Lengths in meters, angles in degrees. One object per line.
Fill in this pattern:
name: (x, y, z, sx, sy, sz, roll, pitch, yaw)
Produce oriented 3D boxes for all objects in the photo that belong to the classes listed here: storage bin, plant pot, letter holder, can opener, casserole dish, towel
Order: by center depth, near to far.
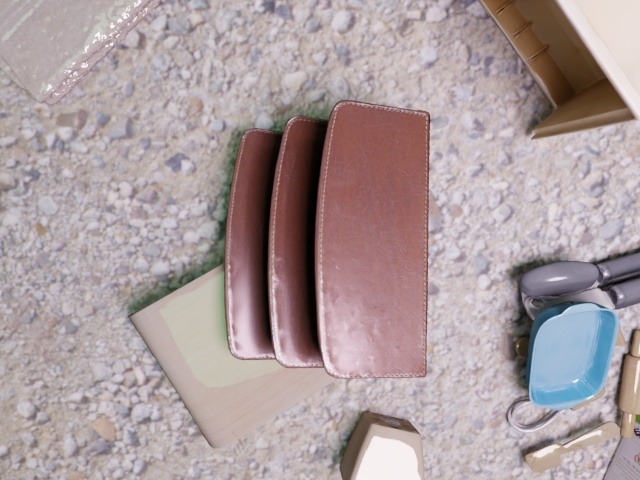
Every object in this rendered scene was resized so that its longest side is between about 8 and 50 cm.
storage bin: (0.260, -0.264, 0.538, 0.123, 0.260, 0.262, -38, 95, 5)
letter holder: (0.000, 0.000, 0.566, 0.214, 0.152, 0.302, 4, 84, -17)
towel: (-0.341, -0.338, 0.635, 0.282, 0.049, 0.187, -41, 96, 3)
casserole dish: (0.339, 0.156, 0.650, 0.114, 0.037, 0.189, -9, 119, -2)
can opener: (0.422, 0.055, 0.658, 0.280, 0.093, 0.074, -14, 57, 0)
plant pot: (0.094, 0.313, 0.686, 0.109, 0.109, 0.096, 13, 84, -2)

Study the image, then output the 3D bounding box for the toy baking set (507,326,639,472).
toy baking set: (0.388, 0.224, 0.712, 0.196, 0.030, 0.256, 3, 90, 5)

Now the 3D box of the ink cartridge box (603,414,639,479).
ink cartridge box: (0.497, 0.369, 0.646, 0.097, 0.189, 0.255, 19, 96, -1)

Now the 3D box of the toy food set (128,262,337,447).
toy food set: (-0.086, 0.125, 0.678, 0.306, 0.092, 0.220, -30, 96, -5)
